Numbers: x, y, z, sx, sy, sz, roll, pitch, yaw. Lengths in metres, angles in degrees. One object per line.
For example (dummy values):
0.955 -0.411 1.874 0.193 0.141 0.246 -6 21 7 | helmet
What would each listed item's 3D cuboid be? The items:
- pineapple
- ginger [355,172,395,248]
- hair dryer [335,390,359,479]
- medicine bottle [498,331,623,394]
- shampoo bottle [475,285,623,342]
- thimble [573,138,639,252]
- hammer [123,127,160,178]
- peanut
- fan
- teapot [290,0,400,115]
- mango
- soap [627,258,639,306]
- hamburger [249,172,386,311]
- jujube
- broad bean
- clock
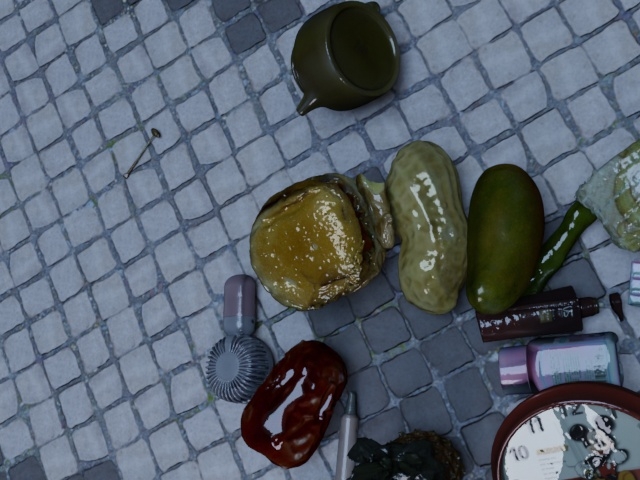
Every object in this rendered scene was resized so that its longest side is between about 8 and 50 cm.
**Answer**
0.130 0.375 1.545 0.170 0.310 0.141 25 91 23 | pineapple
0.101 -0.053 1.645 0.057 0.044 0.137 -26 78 36 | ginger
0.025 0.388 1.725 0.195 0.053 0.221 -12 78 21 | hair dryer
0.390 0.205 1.564 0.187 0.119 0.095 -8 89 20 | medicine bottle
0.380 0.124 1.596 0.236 0.067 0.068 -11 115 7 | shampoo bottle
0.520 -0.077 1.536 0.190 0.137 0.144 -33 74 2 | thimble
-0.371 -0.178 1.985 0.029 0.014 0.123 42 102 30 | hammer
0.188 -0.023 1.677 0.146 0.147 0.306 -16 82 19 | peanut
-0.153 0.185 1.819 0.130 0.074 0.245 -7 75 32 | fan
0.030 -0.337 1.767 0.175 0.185 0.268 -12 44 49 | teapot
0.301 0.000 1.588 0.129 0.146 0.289 9 64 12 | mango
0.576 0.063 1.543 0.149 0.056 0.100 4 86 23 | soap
0.000 0.000 1.718 0.244 0.163 0.245 2 95 28 | hamburger
-0.043 0.291 1.713 0.155 0.155 0.230 34 91 22 | jujube
0.396 0.017 1.625 0.052 0.052 0.256 41 98 27 | broad bean
0.428 0.367 1.516 0.318 0.080 0.319 7 110 19 | clock
